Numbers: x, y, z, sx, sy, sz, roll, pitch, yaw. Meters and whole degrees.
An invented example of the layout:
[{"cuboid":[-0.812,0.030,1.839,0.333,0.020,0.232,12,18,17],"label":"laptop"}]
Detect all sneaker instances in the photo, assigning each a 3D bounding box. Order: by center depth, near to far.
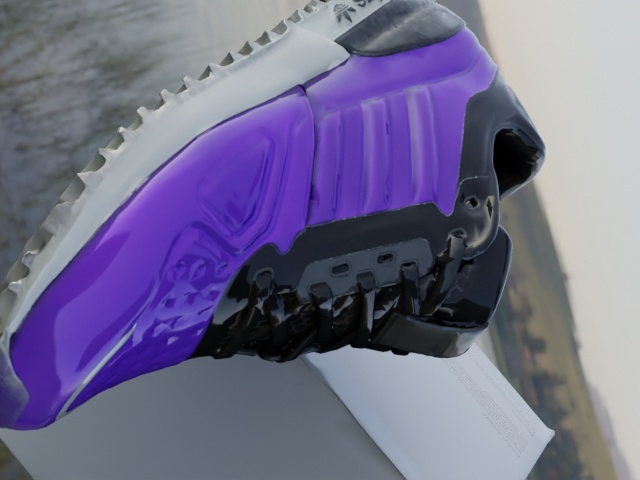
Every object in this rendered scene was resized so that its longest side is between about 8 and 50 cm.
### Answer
[{"cuboid":[0.001,-0.001,0.547,0.146,0.293,0.102,46,-39,2],"label":"sneaker"}]

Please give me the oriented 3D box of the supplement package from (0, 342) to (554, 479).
[{"cuboid":[-0.013,0.095,0.708,0.194,0.149,0.203,49,20,6],"label":"supplement package"}]
